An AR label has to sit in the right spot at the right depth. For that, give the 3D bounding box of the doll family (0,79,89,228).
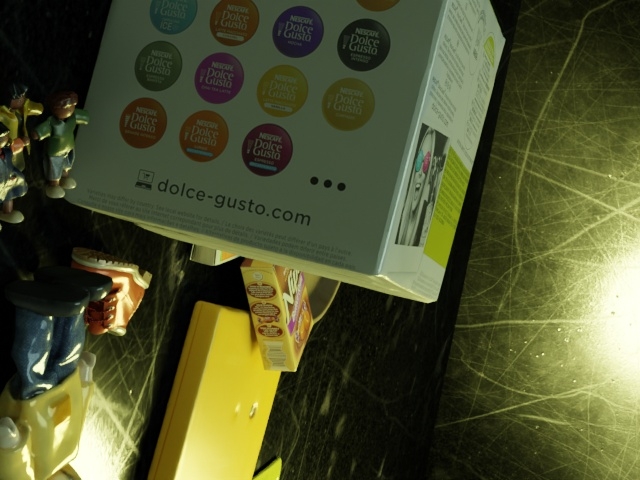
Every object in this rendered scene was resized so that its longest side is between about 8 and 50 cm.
[{"bbox_3d":[-0.271,-0.077,1.047,0.193,0.076,0.111,-46,151,-54],"label":"doll family"}]

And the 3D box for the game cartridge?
[{"bbox_3d":[-0.141,0.236,1.794,0.324,0.053,0.285,26,79,-71],"label":"game cartridge"}]

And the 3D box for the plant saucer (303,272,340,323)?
[{"bbox_3d":[0.000,0.000,2.071,0.278,0.041,0.277,14,90,-73],"label":"plant saucer"}]

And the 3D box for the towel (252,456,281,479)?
[{"bbox_3d":[-0.112,0.438,2.096,0.237,0.021,0.102,-20,124,-71],"label":"towel"}]

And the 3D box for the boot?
[{"bbox_3d":[-0.227,0.057,1.334,0.158,0.059,0.084,50,60,-72],"label":"boot"}]

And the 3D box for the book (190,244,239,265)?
[{"bbox_3d":[-0.121,-0.024,1.663,0.144,0.035,0.096,-18,119,-73],"label":"book"}]

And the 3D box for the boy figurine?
[{"bbox_3d":[-0.269,0.174,1.233,0.177,0.092,0.285,-36,134,-70],"label":"boy figurine"}]

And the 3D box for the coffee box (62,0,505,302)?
[{"bbox_3d":[-0.019,-0.142,1.353,0.338,0.338,0.334,25,79,-73],"label":"coffee box"}]

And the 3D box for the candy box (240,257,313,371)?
[{"bbox_3d":[-0.059,0.079,1.781,0.109,0.053,0.186,-69,153,-51],"label":"candy box"}]
